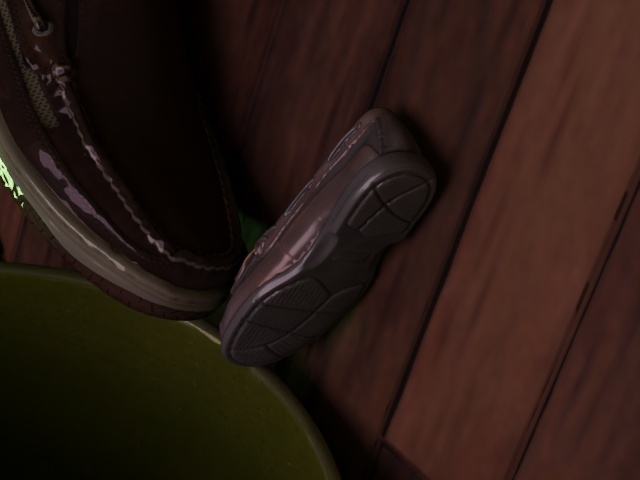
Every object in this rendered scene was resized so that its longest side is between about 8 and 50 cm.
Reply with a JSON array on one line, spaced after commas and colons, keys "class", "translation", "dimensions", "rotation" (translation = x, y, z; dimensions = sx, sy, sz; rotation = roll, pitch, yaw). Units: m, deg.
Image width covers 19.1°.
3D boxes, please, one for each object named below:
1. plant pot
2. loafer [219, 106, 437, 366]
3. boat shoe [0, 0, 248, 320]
[{"class": "plant pot", "translation": [-0.142, 0.207, 0.799], "dimensions": [0.275, 0.275, 0.293], "rotation": [46, 143, 33]}, {"class": "loafer", "translation": [0.000, 0.000, 0.746], "dimensions": [0.125, 0.045, 0.039], "rotation": [-48, 45, 33]}, {"class": "boat shoe", "translation": [-0.098, -0.087, 0.797], "dimensions": [0.095, 0.095, 0.257], "rotation": [-51, 60, 32]}]
